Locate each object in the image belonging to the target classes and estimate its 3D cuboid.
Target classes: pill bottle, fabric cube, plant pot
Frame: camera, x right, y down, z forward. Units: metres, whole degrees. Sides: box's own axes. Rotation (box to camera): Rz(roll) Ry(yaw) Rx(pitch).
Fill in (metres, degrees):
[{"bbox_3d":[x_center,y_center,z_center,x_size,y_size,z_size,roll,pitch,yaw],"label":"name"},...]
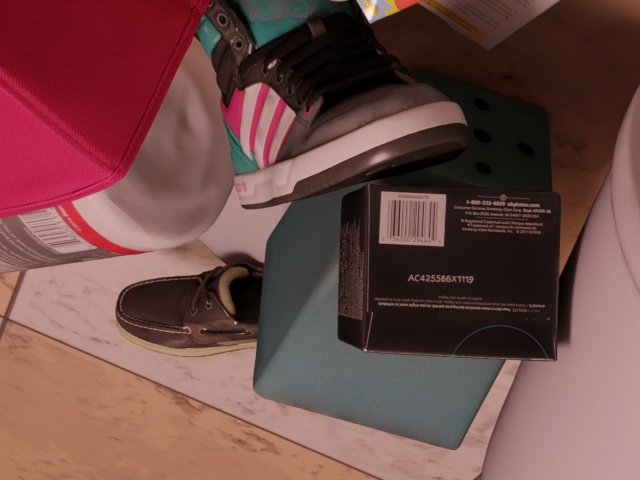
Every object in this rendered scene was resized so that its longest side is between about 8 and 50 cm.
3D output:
[{"bbox_3d":[-0.231,-0.064,1.472,0.318,0.176,0.176,-7,141,41],"label":"pill bottle"},{"bbox_3d":[-0.239,-0.188,1.183,0.254,0.259,0.258,-10,138,44],"label":"fabric cube"},{"bbox_3d":[0.071,0.003,1.384,0.165,0.165,0.234,16,135,-12],"label":"plant pot"}]

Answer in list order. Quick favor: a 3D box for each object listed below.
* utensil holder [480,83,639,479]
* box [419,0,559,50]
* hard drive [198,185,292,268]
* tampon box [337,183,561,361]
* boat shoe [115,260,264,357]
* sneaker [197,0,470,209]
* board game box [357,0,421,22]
[{"bbox_3d":[0.289,0.095,1.200,0.328,0.327,0.385,20,142,1],"label":"utensil holder"},{"bbox_3d":[0.133,-0.205,1.122,0.100,0.060,0.244,30,150,-17],"label":"box"},{"bbox_3d":[0.000,0.000,1.577,0.203,0.040,0.307,-8,141,41],"label":"hard drive"},{"bbox_3d":[0.077,0.019,1.193,0.120,0.101,0.161,2,180,-5],"label":"tampon box"},{"bbox_3d":[-0.070,0.051,1.592,0.224,0.080,0.073,5,143,17],"label":"boat shoe"},{"bbox_3d":[-0.001,-0.121,1.221,0.124,0.178,0.295,-15,-177,-20],"label":"sneaker"},{"bbox_3d":[0.120,-0.237,0.913,0.275,0.142,0.144,-20,110,38],"label":"board game box"}]
